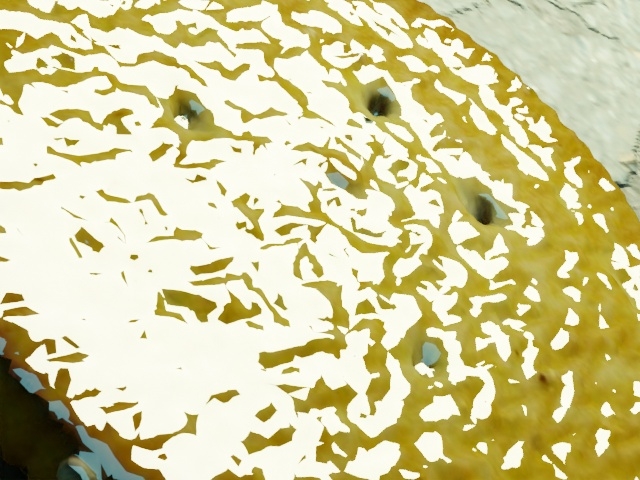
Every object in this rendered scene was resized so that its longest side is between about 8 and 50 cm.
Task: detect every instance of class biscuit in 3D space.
[{"bbox_3d":[0.000,0.000,0.475,0.305,0.038,0.305,25,36,-20],"label":"biscuit"}]
